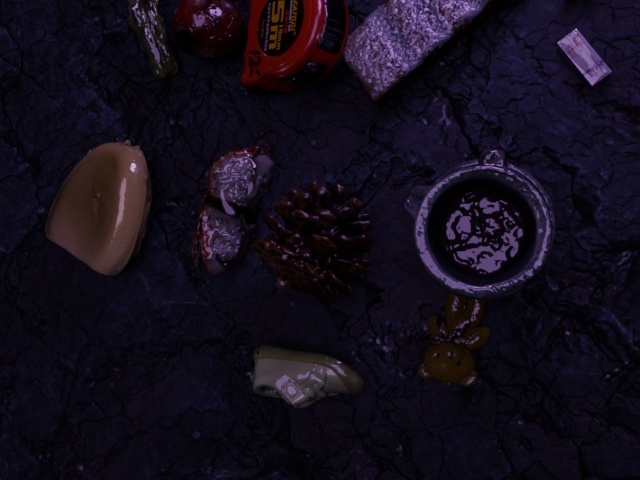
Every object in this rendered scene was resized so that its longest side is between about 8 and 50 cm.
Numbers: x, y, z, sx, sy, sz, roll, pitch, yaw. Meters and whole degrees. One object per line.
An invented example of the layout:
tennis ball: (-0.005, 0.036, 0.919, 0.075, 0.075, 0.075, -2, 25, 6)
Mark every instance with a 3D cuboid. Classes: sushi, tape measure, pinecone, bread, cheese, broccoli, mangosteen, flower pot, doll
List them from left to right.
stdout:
cheese: (-0.510, -0.090, 1.583, 0.260, 0.128, 0.315, 30, 95, 16)
broccoli: (-0.408, -0.532, 1.573, 0.165, 0.145, 0.304, -15, 97, 18)
mangosteen: (-0.250, -0.500, 1.514, 0.166, 0.166, 0.180, 3, 64, 15)
sushi: (-0.195, -0.075, 1.499, 0.130, 0.124, 0.332, 15, 94, 5)
tape measure: (-0.056, -0.443, 1.438, 0.260, 0.114, 0.253, 4, 89, 43)
pinecone: (-0.007, -0.007, 1.389, 0.264, 0.264, 0.264, 0, 89, 15)
bread: (0.231, -0.475, 1.399, 0.416, 0.113, 0.165, -40, 77, 12)
doll: (0.279, 0.196, 1.382, 0.137, 0.097, 0.209, 11, 86, 21)
flower pot: (0.300, -0.032, 1.287, 0.299, 0.283, 0.299, 1, 92, 17)

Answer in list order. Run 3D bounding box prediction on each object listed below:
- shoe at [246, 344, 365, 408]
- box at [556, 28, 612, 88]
shoe: (-0.032, 0.301, 1.447, 0.262, 0.140, 0.128, 12, 82, 20)
box: (0.535, -0.368, 1.353, 0.051, 0.036, 0.117, -35, 79, 12)
